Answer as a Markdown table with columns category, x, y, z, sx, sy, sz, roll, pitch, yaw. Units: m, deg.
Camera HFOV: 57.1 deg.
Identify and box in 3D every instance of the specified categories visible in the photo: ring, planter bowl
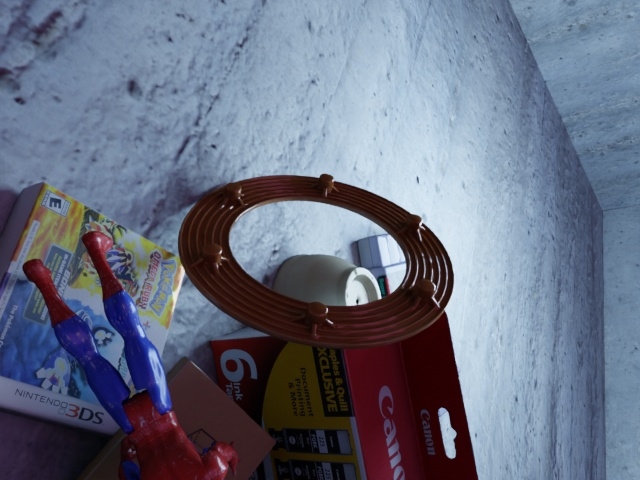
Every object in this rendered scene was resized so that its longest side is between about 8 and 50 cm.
| category | x | y | z | sx | sy | sz | roll | pitch | yaw |
| --- | --- | --- | --- | --- | --- | --- | --- | --- | --- |
| ring | 0.000 | 0.000 | 0.712 | 0.336 | 0.336 | 0.032 | -41 | 151 | -50 |
| planter bowl | 0.022 | 0.093 | 0.867 | 0.162 | 0.109 | 0.162 | 19 | 66 | -50 |

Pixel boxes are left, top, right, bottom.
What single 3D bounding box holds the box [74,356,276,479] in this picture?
| category | x | y | z | sx | sy | sz | roll | pitch | yaw |
| --- | --- | --- | --- | --- | --- | --- | --- | --- | --- |
| box | -0.154 | 0.244 | 0.600 | 0.201 | 0.021 | 0.164 | -50 | 125 | -21 |

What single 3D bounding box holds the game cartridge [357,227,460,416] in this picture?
| category | x | y | z | sx | sy | sz | roll | pitch | yaw |
| --- | --- | --- | --- | --- | --- | --- | --- | --- | --- |
| game cartridge | 0.174 | 0.158 | 1.099 | 0.230 | 0.068 | 0.355 | -9 | 88 | -58 |

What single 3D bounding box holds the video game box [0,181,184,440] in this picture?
| category | x | y | z | sx | sy | sz | roll | pitch | yaw |
| --- | --- | --- | --- | --- | --- | --- | --- | --- | --- |
| video game box | -0.236 | 0.076 | 0.580 | 0.187 | 0.048 | 0.205 | 38 | 53 | -45 |

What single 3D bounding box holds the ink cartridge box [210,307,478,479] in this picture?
| category | x | y | z | sx | sy | sz | roll | pitch | yaw |
| --- | --- | --- | --- | --- | --- | --- | --- | --- | --- |
| ink cartridge box | 0.031 | 0.245 | 0.701 | 0.130 | 0.272 | 0.309 | -10 | 89 | -54 |

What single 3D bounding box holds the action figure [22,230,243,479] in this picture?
| category | x | y | z | sx | sy | sz | roll | pitch | yaw |
| --- | --- | --- | --- | --- | --- | --- | --- | --- | --- |
| action figure | -0.154 | 0.142 | 0.524 | 0.091 | 0.139 | 0.280 | -28 | 76 | -12 |
